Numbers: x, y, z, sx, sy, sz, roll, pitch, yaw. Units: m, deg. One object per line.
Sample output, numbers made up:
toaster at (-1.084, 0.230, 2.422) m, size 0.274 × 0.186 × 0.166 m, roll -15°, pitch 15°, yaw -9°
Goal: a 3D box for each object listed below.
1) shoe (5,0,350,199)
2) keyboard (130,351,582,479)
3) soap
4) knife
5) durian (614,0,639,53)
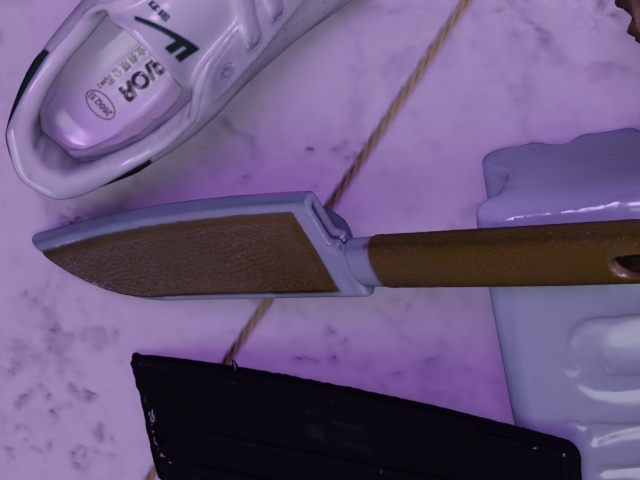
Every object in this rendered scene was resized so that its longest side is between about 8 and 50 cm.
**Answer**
shoe at (-0.038, -0.110, 0.685) m, size 0.095 × 0.110 × 0.265 m, roll 42°, pitch 117°, yaw -10°
keyboard at (0.013, 0.106, 0.781) m, size 0.250 × 0.017 × 0.087 m, roll 8°, pitch 119°, yaw 33°
soap at (0.173, 0.082, 0.753) m, size 0.159 × 0.087 × 0.266 m, roll -7°, pitch 114°, yaw 13°
knife at (-0.001, -0.001, 0.718) m, size 0.343 × 0.027 × 0.061 m, roll -3°, pitch 133°, yaw 36°
durian at (0.185, -0.141, 0.642) m, size 0.148 × 0.091 × 0.189 m, roll 7°, pitch 125°, yaw -8°
